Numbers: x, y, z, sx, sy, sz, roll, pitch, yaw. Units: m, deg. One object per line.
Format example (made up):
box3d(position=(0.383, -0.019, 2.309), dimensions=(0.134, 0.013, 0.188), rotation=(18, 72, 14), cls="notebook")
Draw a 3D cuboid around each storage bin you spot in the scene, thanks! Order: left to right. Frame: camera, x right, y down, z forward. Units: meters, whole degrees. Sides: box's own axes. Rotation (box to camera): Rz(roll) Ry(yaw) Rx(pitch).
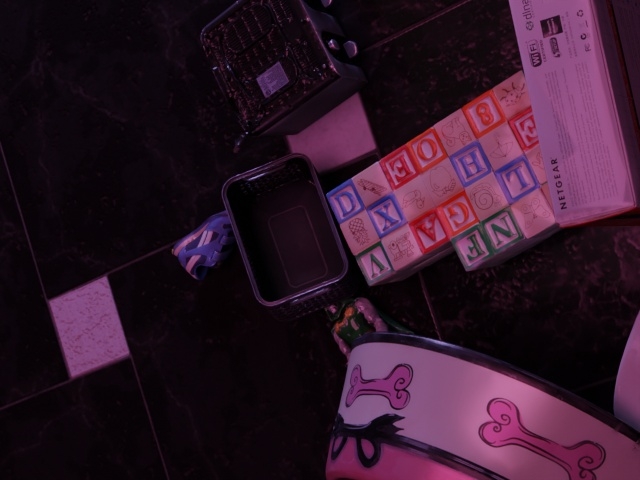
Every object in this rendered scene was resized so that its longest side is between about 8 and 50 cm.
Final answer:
box3d(position=(-0.037, -0.003, 1.696), dimensions=(0.122, 0.084, 0.180), rotation=(-22, 71, 5), cls="storage bin")

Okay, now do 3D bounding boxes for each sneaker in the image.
box3d(position=(-0.136, 0.000, 1.816), dimensions=(0.144, 0.053, 0.059), rotation=(-38, 75, 35), cls="sneaker")

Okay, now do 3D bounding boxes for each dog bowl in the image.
box3d(position=(0.185, 0.260, 1.413), dimensions=(0.408, 0.408, 0.150), rotation=(19, 71, 30), cls="dog bowl")

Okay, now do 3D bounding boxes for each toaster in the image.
box3d(position=(-0.051, -0.229, 1.713), dimensions=(0.185, 0.110, 0.168), rotation=(-33, 75, 28), cls="toaster")

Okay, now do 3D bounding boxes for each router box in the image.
box3d(position=(0.299, -0.182, 1.382), dimensions=(0.082, 0.301, 0.335), rotation=(-15, 82, 31), cls="router box")

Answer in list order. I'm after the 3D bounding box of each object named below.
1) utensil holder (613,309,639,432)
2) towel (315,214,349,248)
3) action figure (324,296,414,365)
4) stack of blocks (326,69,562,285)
box3d(position=(0.520, 0.139, 1.264), dimensions=(0.385, 0.327, 0.328), rotation=(29, 107, 30), cls="utensil holder")
box3d(position=(0.000, 0.000, 1.754), dimensions=(0.083, 0.009, 0.060), rotation=(32, 108, 27), cls="towel")
box3d(position=(0.078, 0.149, 1.687), dimensions=(0.232, 0.063, 0.137), rotation=(48, 118, 24), cls="action figure")
box3d(position=(0.172, -0.051, 1.599), dimensions=(0.297, 0.087, 0.171), rotation=(-31, 77, 29), cls="stack of blocks")
